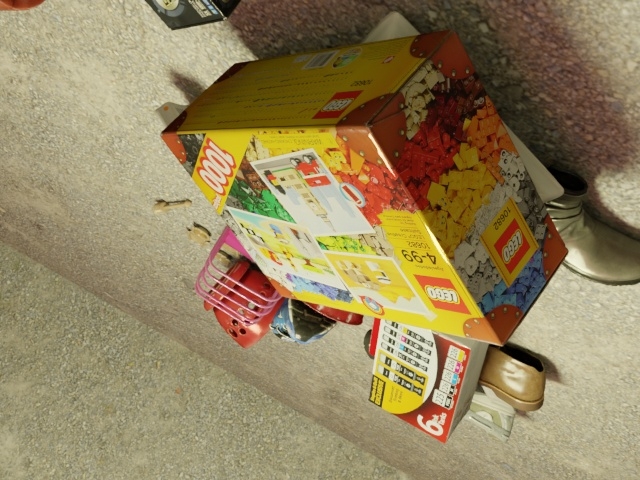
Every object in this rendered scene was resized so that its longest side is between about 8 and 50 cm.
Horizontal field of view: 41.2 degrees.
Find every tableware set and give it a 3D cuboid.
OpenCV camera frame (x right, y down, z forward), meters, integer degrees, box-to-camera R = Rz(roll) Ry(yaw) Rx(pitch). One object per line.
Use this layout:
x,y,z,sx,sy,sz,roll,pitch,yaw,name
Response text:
-0.287,0.012,2.254,0.168,0.020,0.141,32,158,-2,tableware set

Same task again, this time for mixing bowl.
0.037,0.100,1.886,0.181,0.098,0.181,27,-167,-7,mixing bowl

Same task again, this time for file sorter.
-0.169,0.066,2.006,0.202,0.182,0.291,32,157,-3,file sorter

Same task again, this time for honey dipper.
-0.372,-0.085,2.150,0.160,0.030,0.030,-2,141,50,honey dipper

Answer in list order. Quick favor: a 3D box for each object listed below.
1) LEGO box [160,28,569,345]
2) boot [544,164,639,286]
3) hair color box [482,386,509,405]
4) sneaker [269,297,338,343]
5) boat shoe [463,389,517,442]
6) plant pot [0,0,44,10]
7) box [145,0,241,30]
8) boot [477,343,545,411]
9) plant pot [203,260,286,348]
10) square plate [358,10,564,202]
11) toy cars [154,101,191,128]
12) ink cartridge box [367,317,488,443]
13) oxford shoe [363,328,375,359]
0.047,-0.076,1.246,0.500,0.193,0.372,7,139,52,LEGO box
0.378,-0.029,1.256,0.246,0.083,0.161,22,152,24,boot
0.417,0.334,2.004,0.072,0.043,0.141,16,154,35,hair color box
-0.038,0.184,1.961,0.129,0.147,0.330,27,-170,-4,sneaker
0.325,0.411,2.125,0.320,0.103,0.118,14,171,8,boat shoe
-0.567,-0.472,1.326,0.265,0.272,0.272,12,151,24,plant pot
-0.213,-0.402,1.230,0.147,0.077,0.180,7,147,46,box
0.363,0.260,1.892,0.305,0.112,0.115,22,125,34,boot
-0.198,0.160,2.242,0.174,0.191,0.191,43,156,-7,plant pot
0.144,-0.141,1.291,0.347,0.049,0.344,45,157,-8,square plate
-0.159,-0.148,1.668,0.394,0.087,0.176,45,-170,-26,toy cars
0.203,0.239,1.824,0.272,0.130,0.309,26,134,23,ink cartridge box
0.201,0.314,2.189,0.096,0.083,0.227,2,146,39,oxford shoe
